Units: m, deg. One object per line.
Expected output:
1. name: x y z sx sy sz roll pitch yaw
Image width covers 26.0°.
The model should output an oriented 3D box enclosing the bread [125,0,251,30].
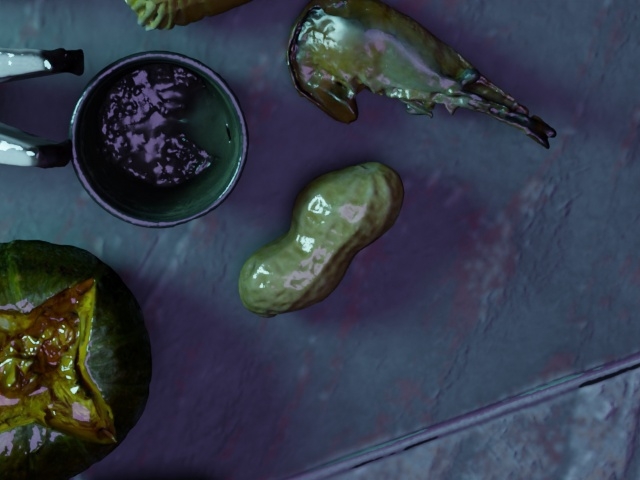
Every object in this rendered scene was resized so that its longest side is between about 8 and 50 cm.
1. bread: -0.050 -0.292 1.219 0.288 0.119 0.152 -21 102 -2

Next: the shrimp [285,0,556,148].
1. shrimp: 0.089 -0.138 1.302 0.262 0.066 0.117 33 113 2

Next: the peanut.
1. peanut: -0.002 -0.002 1.312 0.089 0.089 0.193 40 95 -13

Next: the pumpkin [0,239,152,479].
1. pumpkin: -0.272 0.112 1.268 0.238 0.159 0.238 2 82 -15

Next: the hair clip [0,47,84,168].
1. hair clip: -0.370 -0.124 1.200 0.330 0.085 0.101 5 102 14

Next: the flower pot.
1. flower pot: -0.144 -0.099 1.260 0.157 0.107 0.157 -1 105 -4
